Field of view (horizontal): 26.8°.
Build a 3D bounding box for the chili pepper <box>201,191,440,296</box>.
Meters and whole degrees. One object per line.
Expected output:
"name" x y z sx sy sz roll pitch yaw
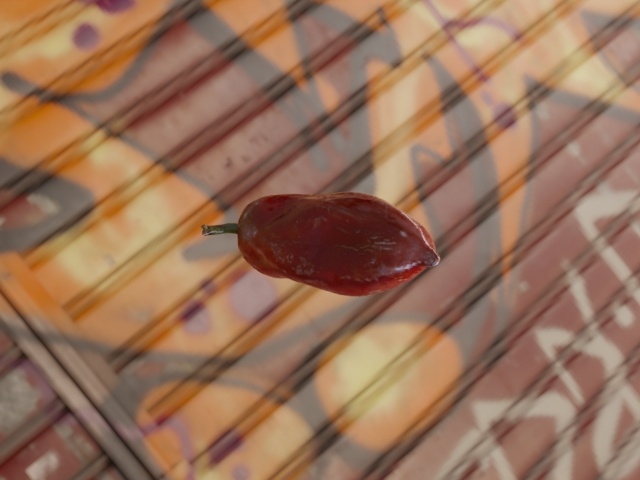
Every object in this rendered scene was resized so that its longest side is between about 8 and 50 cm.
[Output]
"chili pepper" 0.001 -0.001 0.765 0.191 0.050 0.059 9 -107 48
